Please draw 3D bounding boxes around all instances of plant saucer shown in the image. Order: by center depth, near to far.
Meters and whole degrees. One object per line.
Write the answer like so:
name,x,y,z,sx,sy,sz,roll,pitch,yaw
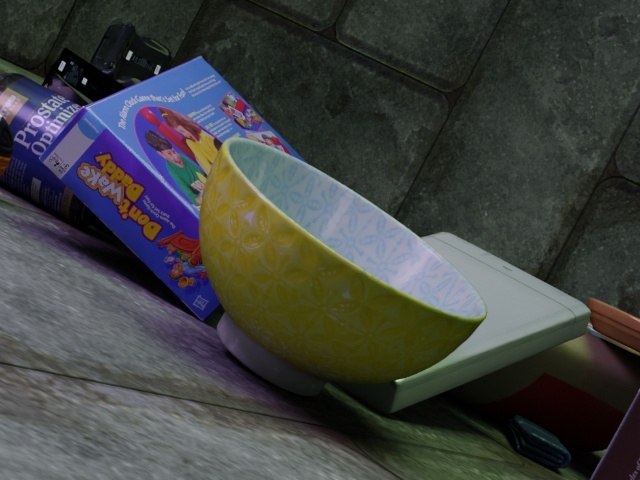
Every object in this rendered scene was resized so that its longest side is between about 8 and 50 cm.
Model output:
plant saucer,0.421,0.131,1.827,0.200,0.037,0.200,27,1,0

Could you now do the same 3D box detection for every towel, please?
towel,0.260,0.242,1.742,0.067,0.029,0.119,27,3,-2

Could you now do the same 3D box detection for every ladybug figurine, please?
ladybug figurine,0.291,0.169,1.946,0.449,0.162,0.305,25,6,-36

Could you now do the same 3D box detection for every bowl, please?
bowl,-0.006,0.048,1.340,0.289,0.156,0.289,31,13,-8

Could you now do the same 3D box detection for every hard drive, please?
hard drive,0.110,0.080,1.636,0.233,0.047,0.353,30,30,35

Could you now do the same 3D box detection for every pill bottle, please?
pill bottle,-0.331,-0.116,1.663,0.219,0.123,0.123,28,3,7

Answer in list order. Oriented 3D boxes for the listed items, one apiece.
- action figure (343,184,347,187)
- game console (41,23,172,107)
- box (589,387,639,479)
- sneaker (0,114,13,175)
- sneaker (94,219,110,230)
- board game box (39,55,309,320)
action figure,0.000,0.000,2.311,0.276,0.164,0.141,37,18,-13
game console,-0.253,-0.201,1.957,0.213,0.044,0.361,34,23,-14
box,0.450,0.266,1.707,0.203,0.167,0.168,29,3,21
sneaker,-0.431,-0.135,1.455,0.262,0.099,0.121,26,-1,-38
sneaker,-0.264,-0.067,1.808,0.080,0.081,0.211,24,4,-34
board game box,-0.130,-0.070,1.592,0.233,0.078,0.347,45,21,0
